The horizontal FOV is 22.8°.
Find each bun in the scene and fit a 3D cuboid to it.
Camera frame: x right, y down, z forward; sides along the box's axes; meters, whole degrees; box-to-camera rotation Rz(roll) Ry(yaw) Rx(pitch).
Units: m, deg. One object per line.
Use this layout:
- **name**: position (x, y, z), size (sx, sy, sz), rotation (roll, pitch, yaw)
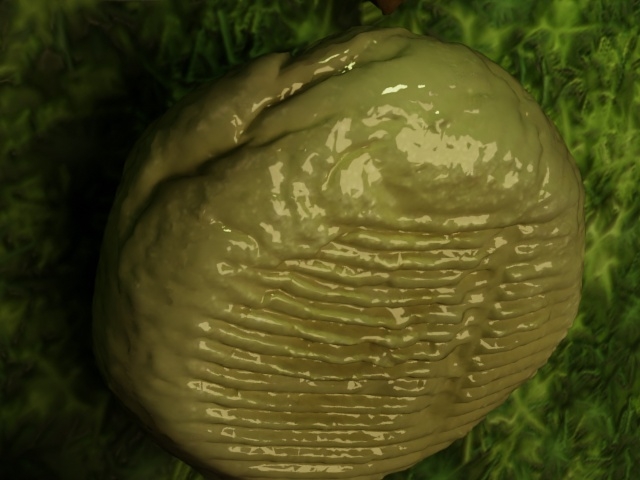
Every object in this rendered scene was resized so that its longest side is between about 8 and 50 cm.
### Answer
- **bun**: position (0.000, 0.000, 0.675), size (0.220, 0.134, 0.220), rotation (-13, 132, -15)

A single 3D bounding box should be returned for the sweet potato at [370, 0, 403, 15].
- **sweet potato**: position (0.071, -0.269, 0.682), size (0.114, 0.092, 0.341), rotation (23, 89, -58)
